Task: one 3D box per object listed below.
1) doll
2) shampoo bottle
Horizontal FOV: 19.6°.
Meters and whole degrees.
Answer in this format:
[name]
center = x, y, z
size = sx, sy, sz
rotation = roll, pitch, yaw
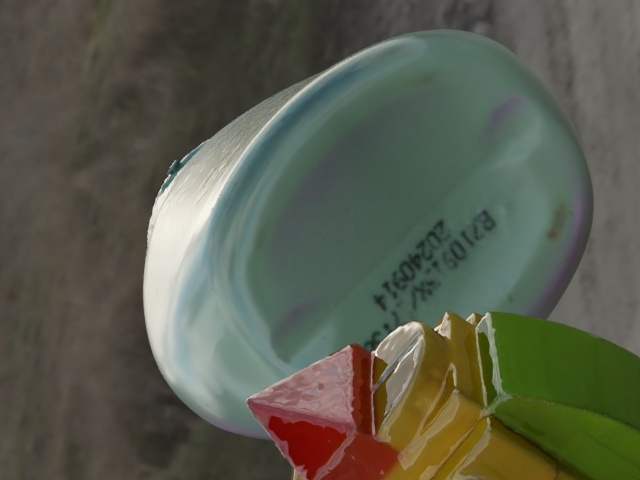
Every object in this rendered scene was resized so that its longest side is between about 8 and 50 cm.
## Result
[doll]
center = 0.035, 0.105, 0.441
size = 0.106, 0.134, 0.186
rotation = -84, 0, -64
[shampoo bottle]
center = 0.000, 0.000, 0.944
size = 0.222, 0.151, 0.349
rotation = -48, 8, -10
